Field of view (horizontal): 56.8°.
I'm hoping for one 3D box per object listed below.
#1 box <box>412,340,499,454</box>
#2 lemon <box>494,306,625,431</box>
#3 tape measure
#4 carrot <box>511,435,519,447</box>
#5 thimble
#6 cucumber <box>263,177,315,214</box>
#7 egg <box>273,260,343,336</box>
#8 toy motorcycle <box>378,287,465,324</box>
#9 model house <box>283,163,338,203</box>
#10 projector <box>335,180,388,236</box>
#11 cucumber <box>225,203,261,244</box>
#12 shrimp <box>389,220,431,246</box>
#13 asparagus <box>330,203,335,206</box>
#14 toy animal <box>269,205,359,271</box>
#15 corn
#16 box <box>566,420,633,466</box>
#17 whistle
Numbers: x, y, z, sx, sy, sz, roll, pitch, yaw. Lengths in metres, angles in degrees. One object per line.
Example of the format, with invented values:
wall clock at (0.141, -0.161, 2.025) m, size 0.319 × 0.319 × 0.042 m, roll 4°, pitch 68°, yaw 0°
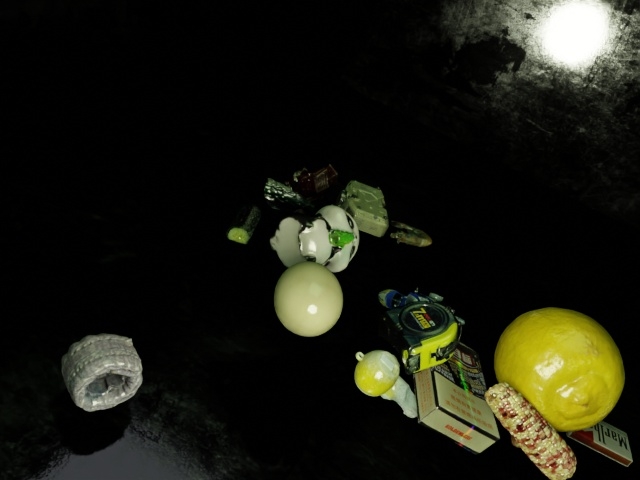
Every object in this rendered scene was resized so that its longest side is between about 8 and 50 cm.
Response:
box at (0.339, 0.378, 1.546) m, size 0.198 × 0.084 × 0.310 m, roll 32°, pitch 29°, yaw -16°
lemon at (0.640, 0.343, 1.612) m, size 0.348 × 0.348 × 0.348 m, roll 17°, pitch 31°, yaw -10°
tape measure at (0.261, 0.240, 1.496) m, size 0.186 × 0.112 × 0.199 m, roll -16°, pitch 36°, yaw -14°
carrot at (0.515, 0.507, 1.558) m, size 0.032 × 0.032 × 0.093 m, roll 22°, pitch 25°, yaw -1°
thimble at (-0.440, 0.263, 1.196) m, size 0.150 × 0.150 × 0.098 m, roll -5°, pitch 40°, yaw -38°
cucumber at (-0.119, -0.140, 2.096) m, size 0.193 × 0.115 × 0.086 m, roll 21°, pitch 74°, yaw -12°
egg at (-0.034, 0.153, 1.594) m, size 0.186 × 0.186 × 0.242 m, roll 13°, pitch 24°, yaw -16°
toy motorcycle at (0.279, 0.194, 1.728) m, size 0.168 × 0.113 × 0.315 m, roll 22°, pitch -6°, yaw -22°
model house at (-0.027, -0.224, 2.206) m, size 0.141 × 0.164 × 0.203 m, roll 37°, pitch 31°, yaw 13°
projector at (0.160, -0.136, 2.262) m, size 0.193 × 0.088 × 0.269 m, roll 19°, pitch 31°, yaw -13°
cucumber at (-0.241, -0.069, 1.921) m, size 0.078 × 0.062 × 0.211 m, roll 21°, pitch 31°, yaw -3°
shrimp at (0.327, -0.027, 2.248) m, size 0.217 × 0.051 × 0.150 m, roll 6°, pitch 31°, yaw -39°
asparagus at (0.075, -0.074, 2.158) m, size 0.041 × 0.045 × 0.178 m, roll 42°, pitch 14°, yaw -40°
toy animal at (0.006, -0.001, 1.842) m, size 0.266 × 0.213 × 0.212 m, roll -8°, pitch 42°, yaw -31°
corn at (0.520, 0.472, 1.480) m, size 0.290 × 0.098 × 0.098 m, roll 47°, pitch 34°, yaw 2°
box at (0.778, 0.546, 1.662) m, size 0.177 × 0.036 × 0.115 m, roll 27°, pitch 31°, yaw 6°
whistle at (0.166, 0.366, 1.501) m, size 0.223 × 0.123 × 0.123 m, roll 45°, pitch 32°, yaw -3°
